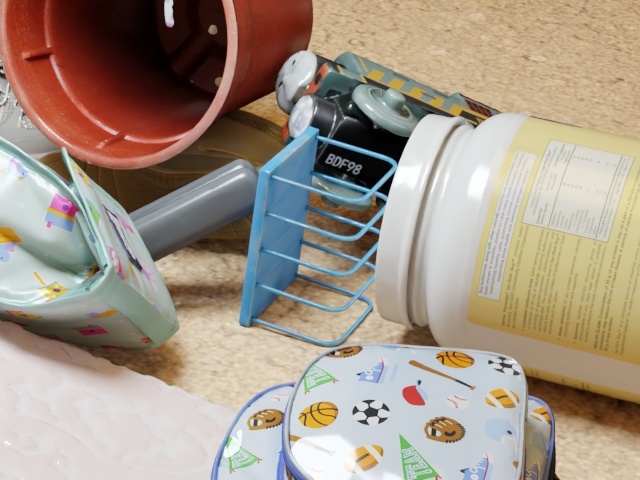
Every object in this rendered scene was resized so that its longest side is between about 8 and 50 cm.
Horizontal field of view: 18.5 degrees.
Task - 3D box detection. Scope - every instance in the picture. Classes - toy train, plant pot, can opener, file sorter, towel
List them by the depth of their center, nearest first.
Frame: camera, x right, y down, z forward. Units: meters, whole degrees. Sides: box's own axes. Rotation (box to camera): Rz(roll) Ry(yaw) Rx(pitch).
[{"bbox_3d":[-0.239,0.176,1.563,0.332,0.053,0.317,21,27,-1],"label":"towel"},{"bbox_3d":[-0.189,-0.011,1.894,0.280,0.093,0.074,-22,19,1],"label":"can opener"},{"bbox_3d":[0.000,0.000,1.900,0.104,0.170,0.118,19,30,17],"label":"file sorter"},{"bbox_3d":[-0.149,-0.229,2.046,0.272,0.272,0.265,17,18,21],"label":"plant pot"},{"bbox_3d":[0.101,-0.096,2.059,0.334,0.142,0.190,19,25,-27],"label":"toy train"}]

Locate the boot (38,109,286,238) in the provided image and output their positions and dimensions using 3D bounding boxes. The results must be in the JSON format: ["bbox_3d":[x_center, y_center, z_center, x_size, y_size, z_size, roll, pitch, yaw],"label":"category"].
[{"bbox_3d":[-0.158,-0.078,2.104,0.262,0.095,0.203,3,23,9],"label":"boot"}]

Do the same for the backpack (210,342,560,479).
[{"bbox_3d":[0.047,0.206,1.488,0.263,0.213,0.276,-2,29,9],"label":"backpack"}]

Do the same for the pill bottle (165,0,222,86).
[{"bbox_3d":[-0.217,-0.275,2.396,0.283,0.160,0.160,19,30,25],"label":"pill bottle"}]

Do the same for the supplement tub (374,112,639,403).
[{"bbox_3d":[0.238,0.015,1.832,0.331,0.241,0.241,14,29,15],"label":"supplement tub"}]

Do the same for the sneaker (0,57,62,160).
[{"bbox_3d":[-0.374,-0.163,2.200,0.281,0.115,0.105,17,29,21],"label":"sneaker"}]

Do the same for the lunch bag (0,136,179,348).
[{"bbox_3d":[-0.259,0.003,1.756,0.262,0.160,0.223,24,-11,17],"label":"lunch bag"}]
